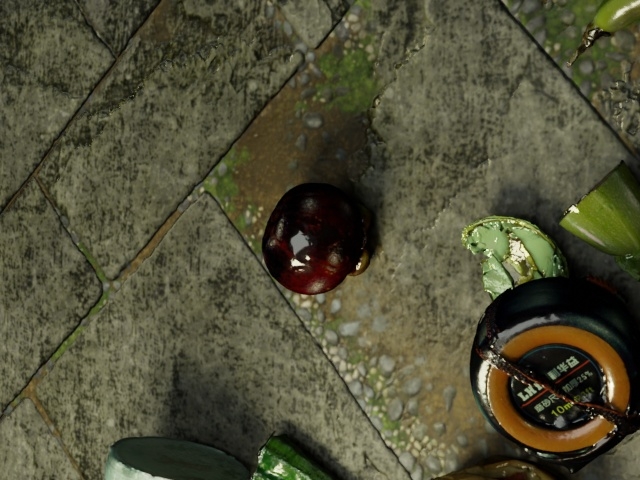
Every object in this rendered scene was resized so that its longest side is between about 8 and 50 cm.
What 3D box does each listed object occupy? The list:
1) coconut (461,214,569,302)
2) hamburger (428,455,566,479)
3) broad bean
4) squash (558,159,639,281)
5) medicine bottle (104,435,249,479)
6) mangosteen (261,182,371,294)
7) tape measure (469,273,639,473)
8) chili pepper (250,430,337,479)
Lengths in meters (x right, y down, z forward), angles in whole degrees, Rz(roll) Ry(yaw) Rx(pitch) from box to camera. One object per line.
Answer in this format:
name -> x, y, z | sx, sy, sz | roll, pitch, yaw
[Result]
coconut -> 0.245, 0.043, 1.589 | 0.133, 0.055, 0.158 | -12, 88, 30
hamburger -> 0.199, 0.383, 1.580 | 0.244, 0.163, 0.245 | 1, 92, 33
broad bean -> 0.412, -0.278, 1.452 | 0.325, 0.067, 0.075 | -12, 115, 39
squash -> 0.352, -0.010, 1.503 | 0.132, 0.105, 0.105 | 48, 117, 7
medicine bottle -> -0.221, 0.439, 1.819 | 0.245, 0.245, 0.290 | 17, 97, 32
mangosteen -> 0.000, 0.000, 1.709 | 0.152, 0.152, 0.153 | 3, 95, 33
tape measure -> 0.279, 0.147, 1.508 | 0.223, 0.135, 0.202 | 44, 114, -10
chili pepper -> 0.014, 0.344, 1.766 | 0.226, 0.059, 0.088 | 25, 102, 28
